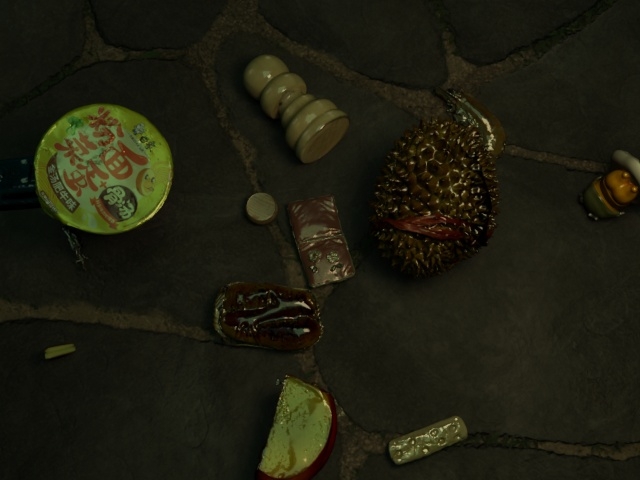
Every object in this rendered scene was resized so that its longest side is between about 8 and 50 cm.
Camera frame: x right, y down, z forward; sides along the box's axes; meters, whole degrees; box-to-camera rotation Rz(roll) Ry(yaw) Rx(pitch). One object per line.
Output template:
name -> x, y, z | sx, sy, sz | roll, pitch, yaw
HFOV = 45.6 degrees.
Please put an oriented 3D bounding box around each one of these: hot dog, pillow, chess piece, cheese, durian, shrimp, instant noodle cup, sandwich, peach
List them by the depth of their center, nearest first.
peach -> -0.046, 0.452, 1.710 | 0.154, 0.159, 0.267 | 13, 71, 12
cheese -> 0.250, 0.468, 1.782 | 0.194, 0.043, 0.065 | -18, 74, -8
durian -> 0.270, -0.095, 1.788 | 0.347, 0.347, 0.384 | 28, 103, 5
instant noodle cup -> -0.516, -0.142, 1.796 | 0.311, 0.221, 0.311 | 4, 79, -18
sandwich -> -0.624, 0.264, 1.799 | 0.044, 0.083, 0.031 | -24, 78, 36
hot dog -> -0.123, 0.178, 1.828 | 0.270, 0.082, 0.162 | 6, 72, 0
pillow -> 0.000, 0.000, 1.905 | 0.126, 0.043, 0.232 | -15, 74, -6
chess piece -> -0.149, -0.080, 1.923 | 0.083, 0.038, 0.084 | 1, 76, -4
chess piece -> -0.082, -0.353, 1.958 | 0.167, 0.167, 0.300 | -40, 73, -13
shrimp -> 0.374, -0.295, 2.008 | 0.253, 0.058, 0.173 | 38, 84, 6

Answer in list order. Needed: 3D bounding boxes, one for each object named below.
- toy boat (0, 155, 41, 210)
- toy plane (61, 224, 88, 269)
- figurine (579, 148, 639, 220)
toy boat -> -0.734, -0.157, 1.890 | 0.299, 0.092, 0.134 | -8, 71, -4
toy plane -> -0.599, 0.017, 1.867 | 0.031, 0.049, 0.121 | -24, 94, -9
figurine -> 0.725, -0.125, 1.898 | 0.141, 0.250, 0.166 | -29, 80, 9
